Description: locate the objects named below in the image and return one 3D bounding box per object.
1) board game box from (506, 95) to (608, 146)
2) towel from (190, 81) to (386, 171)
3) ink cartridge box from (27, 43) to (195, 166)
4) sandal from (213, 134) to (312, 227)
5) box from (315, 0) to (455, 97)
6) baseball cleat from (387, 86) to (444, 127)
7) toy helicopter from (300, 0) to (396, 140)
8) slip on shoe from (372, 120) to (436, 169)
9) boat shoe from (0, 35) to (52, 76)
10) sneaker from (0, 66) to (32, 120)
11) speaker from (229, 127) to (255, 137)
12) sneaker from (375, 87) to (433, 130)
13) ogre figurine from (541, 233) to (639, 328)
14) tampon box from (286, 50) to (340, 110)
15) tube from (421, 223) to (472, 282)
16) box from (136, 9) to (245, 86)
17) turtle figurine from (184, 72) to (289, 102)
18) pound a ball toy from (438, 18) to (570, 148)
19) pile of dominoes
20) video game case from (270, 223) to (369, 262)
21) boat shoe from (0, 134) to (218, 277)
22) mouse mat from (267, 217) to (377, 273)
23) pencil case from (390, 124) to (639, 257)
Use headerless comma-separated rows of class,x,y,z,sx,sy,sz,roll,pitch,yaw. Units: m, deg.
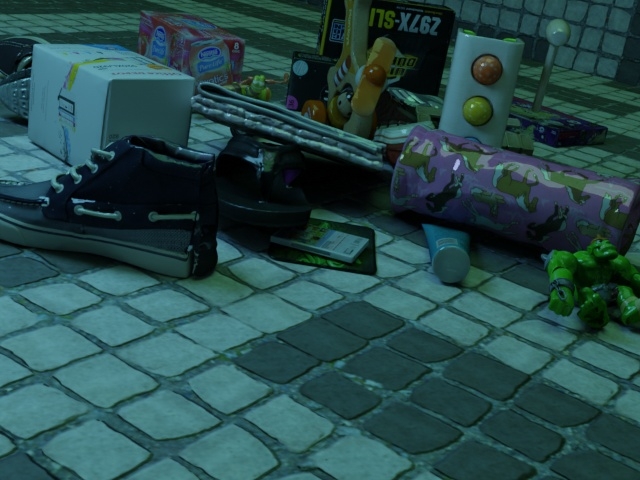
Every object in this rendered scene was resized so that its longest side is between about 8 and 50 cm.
board game box,0.522,-0.311,2.325,0.208,0.056,0.347,-4,24,-42
towel,-0.046,-0.188,1.583,0.332,0.053,0.317,19,3,0
ink cartridge box,-0.347,-0.217,1.517,0.171,0.168,0.233,-11,29,-44
sandal,-0.097,-0.120,1.438,0.168,0.107,0.446,8,17,-6
box,0.151,-0.470,2.277,0.322,0.257,0.079,5,21,-13
baseball cleat,0.214,-0.311,2.154,0.206,0.072,0.109,-1,30,-17
toy helicopter,0.069,-0.349,1.784,0.140,0.355,0.235,2,5,-19
slip on shoe,0.168,-0.171,1.743,0.123,0.101,0.331,-12,8,2
boat shoe,-0.575,-0.348,1.860,0.285,0.102,0.092,26,21,24
sneaker,-0.454,-0.262,1.723,0.297,0.111,0.129,1,6,-31
speaker,-0.135,-0.236,1.825,0.055,0.055,0.136,13,20,9
sneaker,0.147,-0.316,2.002,0.281,0.162,0.106,-7,26,-37
ogre figurine,0.374,0.060,1.232,0.197,0.096,0.118,-11,43,-10
tampon box,0.007,-0.358,2.111,0.161,0.120,0.101,8,20,-5
tube,0.188,0.007,1.347,0.080,0.052,0.207,19,16,1
box,-0.308,-0.435,2.144,0.154,0.142,0.300,-2,24,-30
turtle figurine,-0.194,-0.304,1.933,0.217,0.087,0.269,-4,8,-23
pound a ball toy,0.341,-0.272,1.752,0.208,0.319,0.136,11,21,3
pile of dominoes,0.327,-0.205,1.959,0.251,0.040,0.196,7,40,-3
video game case,0.000,0.000,1.308,0.122,0.011,0.087,15,21,14
boat shoe,-0.287,-0.069,1.173,0.341,0.158,0.127,11,21,4
mouse mat,0.005,0.002,1.334,0.153,0.007,0.189,9,22,-2
pencil case,0.299,-0.069,1.437,0.386,0.167,0.160,17,51,17
